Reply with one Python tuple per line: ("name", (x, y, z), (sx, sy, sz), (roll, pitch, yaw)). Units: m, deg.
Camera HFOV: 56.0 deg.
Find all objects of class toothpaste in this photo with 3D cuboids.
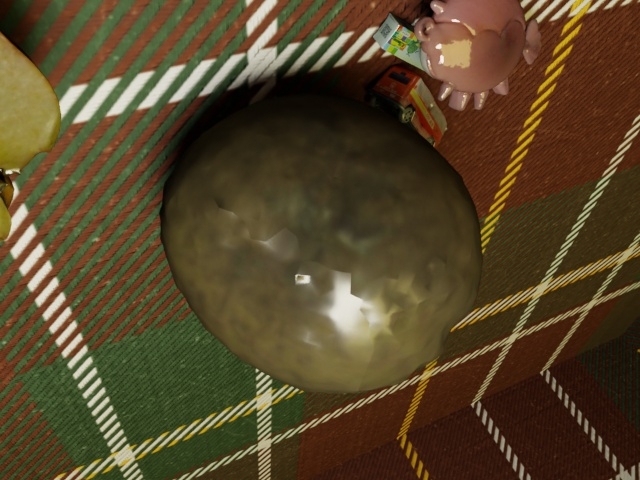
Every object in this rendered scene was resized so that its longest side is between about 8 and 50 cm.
("toothpaste", (0.151, -0.296, 0.923), (0.164, 0.034, 0.046), (9, 132, -43))

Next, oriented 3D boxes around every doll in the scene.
("doll", (0.241, -0.301, 0.898), (0.262, 0.093, 0.211), (-14, 117, -32))

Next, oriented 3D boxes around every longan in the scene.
("longan", (0.007, -0.001, 0.860), (0.404, 0.435, 0.404), (-55, 171, -13))

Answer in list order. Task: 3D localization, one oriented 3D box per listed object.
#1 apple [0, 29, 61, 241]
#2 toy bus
("apple", (-0.429, -0.099, 0.514), (0.328, 0.295, 0.365), (-6, 172, 38))
("toy bus", (0.151, -0.211, 0.990), (0.077, 0.079, 0.174), (-54, 143, 0))
